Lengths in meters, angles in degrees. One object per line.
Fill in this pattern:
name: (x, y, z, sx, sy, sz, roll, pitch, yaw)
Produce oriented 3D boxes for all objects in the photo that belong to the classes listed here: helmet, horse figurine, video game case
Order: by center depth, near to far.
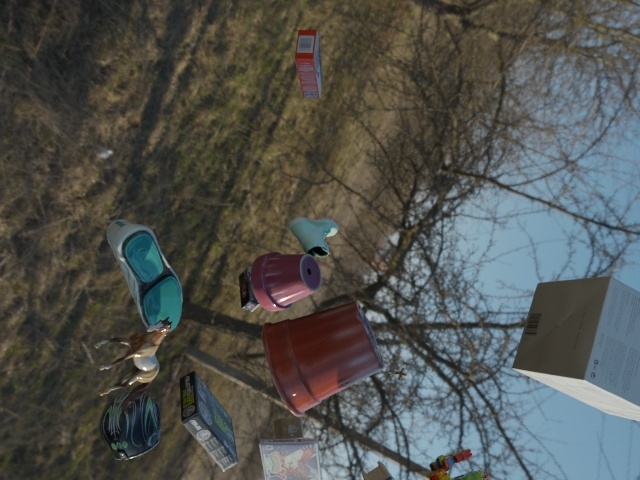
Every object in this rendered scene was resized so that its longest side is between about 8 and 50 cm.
horse figurine: (-0.459, 0.306, 1.248, 0.175, 0.066, 0.263, -17, 131, -37)
helmet: (-0.531, 0.504, 1.406, 0.169, 0.170, 0.161, -34, 113, -81)
video game case: (-0.092, 0.711, 1.602, 0.023, 0.184, 0.201, -84, 171, -65)

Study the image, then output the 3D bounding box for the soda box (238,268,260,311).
soda box: (-0.283, 0.196, 1.997, 0.060, 0.053, 0.168, -43, -142, 27)

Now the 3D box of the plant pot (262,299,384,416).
plant pot: (0.018, 0.305, 1.388, 0.265, 0.272, 0.272, -23, 179, 6)

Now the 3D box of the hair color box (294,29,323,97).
hair color box: (-0.028, -0.463, 1.333, 0.167, 0.054, 0.093, 76, 18, -72)

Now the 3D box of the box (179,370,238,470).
box: (-0.374, 0.601, 1.687, 0.060, 0.270, 0.216, -29, -152, -4)

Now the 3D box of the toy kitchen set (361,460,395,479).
toy kitchen set: (0.171, 0.778, 1.513, 0.166, 0.122, 0.207, -34, 140, -1)

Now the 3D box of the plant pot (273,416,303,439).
plant pot: (-0.110, 0.697, 1.838, 0.096, 0.109, 0.109, 107, -21, -53)

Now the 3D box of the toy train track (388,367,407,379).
toy train track: (0.286, 0.490, 1.853, 0.083, 0.014, 0.048, -3, -126, 50)

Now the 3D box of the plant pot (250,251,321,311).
plant pot: (-0.105, 0.127, 1.697, 0.180, 0.201, 0.201, -15, -155, 30)

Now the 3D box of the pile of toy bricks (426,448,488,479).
pile of toy bricks: (0.298, 0.502, 1.052, 0.105, 0.118, 0.212, -26, 160, 13)

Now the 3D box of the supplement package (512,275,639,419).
supplement package: (0.568, 0.219, 0.988, 0.199, 0.263, 0.198, -67, -168, -14)

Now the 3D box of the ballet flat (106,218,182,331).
ballet flat: (-0.477, 0.094, 1.374, 0.400, 0.139, 0.139, 87, 25, -45)

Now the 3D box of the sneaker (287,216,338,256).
sneaker: (-0.001, 0.000, 1.805, 0.094, 0.151, 0.256, -41, 157, 28)
